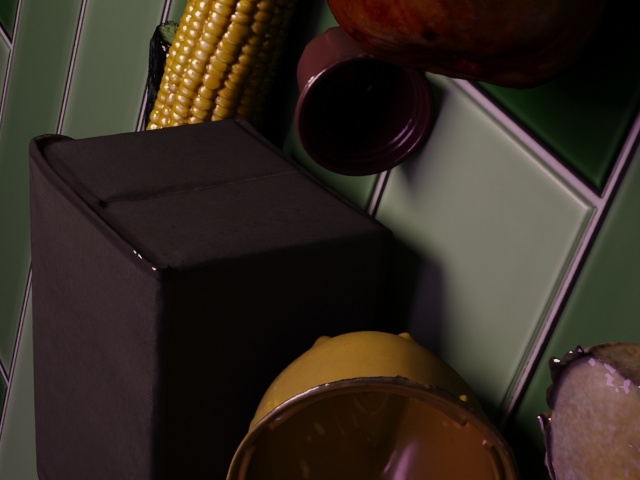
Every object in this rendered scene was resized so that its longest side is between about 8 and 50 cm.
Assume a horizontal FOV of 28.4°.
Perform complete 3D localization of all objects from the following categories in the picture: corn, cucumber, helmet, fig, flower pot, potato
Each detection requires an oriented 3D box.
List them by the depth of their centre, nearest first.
[{"bbox_3d":[0.228,0.154,0.671,0.243,0.098,0.138,38,127,44],"label":"potato"},{"bbox_3d":[0.129,-0.224,0.788,0.290,0.190,0.191,-53,33,-10],"label":"fig"},{"bbox_3d":[0.038,0.155,0.926,0.140,0.205,0.256,-89,-4,-52],"label":"helmet"},{"bbox_3d":[0.026,-0.119,0.987,0.089,0.111,0.111,-108,32,-50],"label":"flower pot"},{"bbox_3d":[-0.089,-0.158,1.151,0.115,0.115,0.317,52,133,43],"label":"corn"},{"bbox_3d":[-0.156,-0.121,1.324,0.070,0.046,0.220,9,99,50],"label":"cucumber"}]

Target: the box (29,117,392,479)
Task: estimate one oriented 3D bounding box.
[{"bbox_3d":[-0.103,0.104,1.057,0.251,0.205,0.345,39,131,48],"label":"box"}]
